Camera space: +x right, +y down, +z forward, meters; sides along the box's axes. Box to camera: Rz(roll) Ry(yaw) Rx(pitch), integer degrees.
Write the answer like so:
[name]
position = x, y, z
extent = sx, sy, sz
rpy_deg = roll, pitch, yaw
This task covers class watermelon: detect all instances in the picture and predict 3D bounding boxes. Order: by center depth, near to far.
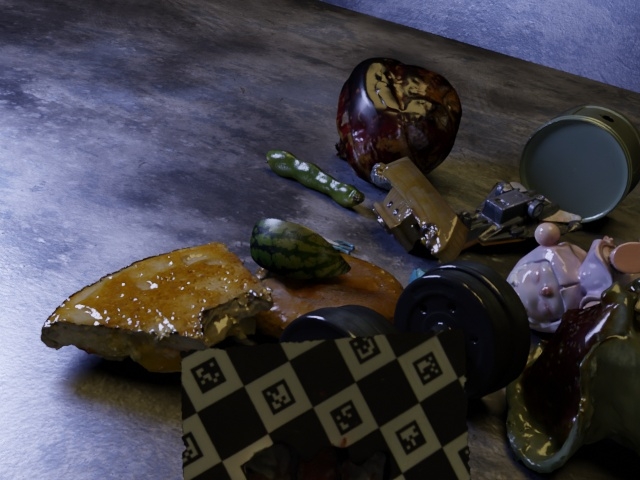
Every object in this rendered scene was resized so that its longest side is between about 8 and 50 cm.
[watermelon]
position = -0.048, 0.021, 1.157
extent = 0.163, 0.087, 0.069
rpy_deg = 15, 64, 28

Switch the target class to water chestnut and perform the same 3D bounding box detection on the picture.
[water chestnut]
position = 0.155, -0.240, 1.670
extent = 0.289, 0.244, 0.289
rpy_deg = 4, 57, -6

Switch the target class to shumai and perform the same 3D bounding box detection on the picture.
[shumai]
position = 0.384, 0.184, 1.014
extent = 0.289, 0.291, 0.330
rpy_deg = -21, 7, 21

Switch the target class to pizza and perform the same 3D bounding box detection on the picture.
[pizza]
position = -0.188, 0.094, 1.047
extent = 0.223, 0.089, 0.323
rpy_deg = 20, 29, 29

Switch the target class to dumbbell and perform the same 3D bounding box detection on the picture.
[dumbbell]
position = 0.104, 0.140, 0.963
extent = 0.388, 0.185, 0.185
rpy_deg = -16, 37, -41

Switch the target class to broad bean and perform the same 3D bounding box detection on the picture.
[broad bean]
position = -0.010, -0.120, 1.566
extent = 0.256, 0.052, 0.053
rpy_deg = 30, 9, 32

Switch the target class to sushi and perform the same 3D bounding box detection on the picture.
[sushi]
position = 0.008, 0.223, 0.776
extent = 0.290, 0.263, 0.050
rpy_deg = 0, -8, -17

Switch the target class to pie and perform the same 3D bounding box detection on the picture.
[pie]
position = 0.012, 0.083, 1.167
extent = 0.274, 0.069, 0.273
rpy_deg = 9, 21, -3

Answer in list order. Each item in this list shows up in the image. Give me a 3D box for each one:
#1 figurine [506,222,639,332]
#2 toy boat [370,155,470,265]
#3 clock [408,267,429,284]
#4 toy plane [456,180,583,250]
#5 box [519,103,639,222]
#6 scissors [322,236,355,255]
[figurine]
position = 0.389, 0.062, 1.187
extent = 0.133, 0.200, 0.276
rpy_deg = -11, -8, -36
[toy boat]
position = 0.165, -0.049, 1.418
extent = 0.121, 0.089, 0.321
rpy_deg = -34, 32, 6
[clock]
position = 0.182, 0.080, 1.204
extent = 0.108, 0.045, 0.147
rpy_deg = 25, 6, 20
[toy plane]
position = 0.322, -0.040, 1.480
extent = 0.316, 0.102, 0.204
rpy_deg = -12, 36, -38
[box]
position = 0.545, -0.160, 1.662
extent = 0.226, 0.226, 0.149
rpy_deg = 24, 30, 24
[scissors]
position = 0.000, 0.000, 1.378
extent = 0.119, 0.014, 0.058
rpy_deg = 20, 24, 11
